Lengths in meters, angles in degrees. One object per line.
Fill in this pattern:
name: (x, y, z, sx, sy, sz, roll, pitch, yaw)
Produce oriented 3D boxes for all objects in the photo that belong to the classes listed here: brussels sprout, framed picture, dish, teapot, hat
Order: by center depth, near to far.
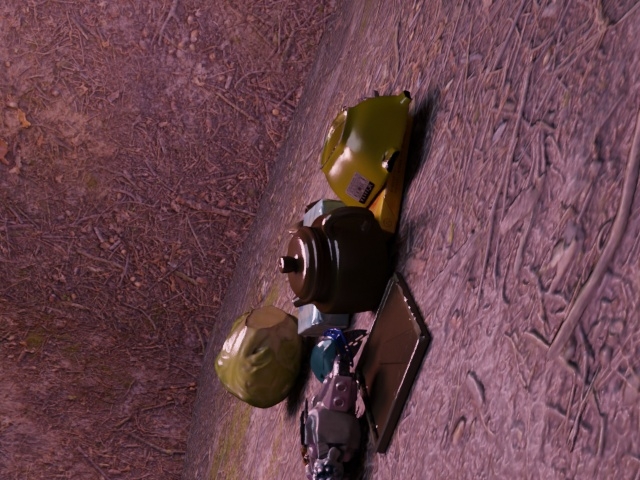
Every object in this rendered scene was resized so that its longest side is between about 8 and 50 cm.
framed picture: (0.108, 0.186, 1.512, 0.281, 0.019, 0.208, -102, 31, -69)
teapot: (0.014, 0.034, 1.693, 0.267, 0.175, 0.185, 111, 149, -44)
dish: (0.072, -0.184, 1.808, 0.262, 0.108, 0.221, 136, 150, -66)
brussels sprout: (-0.134, 0.270, 2.185, 0.244, 0.244, 0.244, -163, 90, -80)
hat: (0.000, 0.000, 2.316, 0.173, 0.144, 0.166, 60, 157, 7)

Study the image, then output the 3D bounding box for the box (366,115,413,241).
box: (0.121, -0.101, 1.826, 0.152, 0.044, 0.269, 126, 158, -60)

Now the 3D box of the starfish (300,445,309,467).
starfish: (-0.003, 0.368, 1.789, 0.150, 0.053, 0.209, -66, -4, -53)

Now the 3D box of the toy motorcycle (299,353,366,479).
toy motorcycle: (0.022, 0.326, 1.528, 0.204, 0.108, 0.239, -87, -10, -66)

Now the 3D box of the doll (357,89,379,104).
doll: (0.110, -0.273, 2.127, 0.194, 0.062, 0.104, -99, 9, -50)

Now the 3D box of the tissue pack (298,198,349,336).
tissue pack: (0.011, 0.061, 1.949, 0.177, 0.089, 0.263, 140, 135, -71)

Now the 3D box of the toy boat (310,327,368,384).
toy boat: (0.040, 0.193, 1.685, 0.110, 0.091, 0.175, -36, -24, -21)
